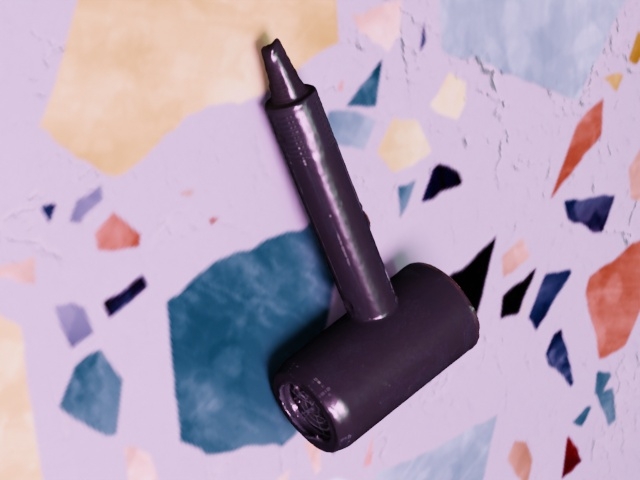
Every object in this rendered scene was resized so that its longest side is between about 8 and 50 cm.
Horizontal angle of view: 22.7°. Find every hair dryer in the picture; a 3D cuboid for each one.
[{"bbox_3d":[0.000,0.000,0.969,0.128,0.070,0.255,-38,119,-26],"label":"hair dryer"}]
